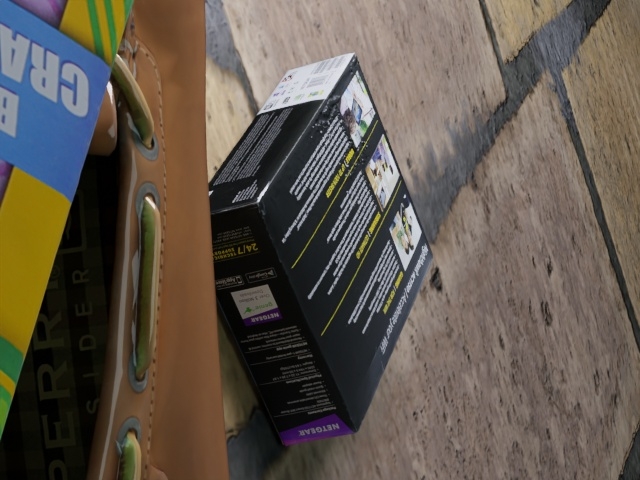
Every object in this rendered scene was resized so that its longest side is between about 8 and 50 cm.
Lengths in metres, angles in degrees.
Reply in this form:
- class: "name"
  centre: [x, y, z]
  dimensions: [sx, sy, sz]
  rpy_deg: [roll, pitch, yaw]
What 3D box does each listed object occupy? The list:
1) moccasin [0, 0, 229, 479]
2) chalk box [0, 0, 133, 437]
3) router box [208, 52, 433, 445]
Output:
- class: "moccasin"
  centre: [-0.117, -0.039, 0.572]
  dimensions: [0.147, 0.139, 0.380]
  rpy_deg: [-1, 88, -75]
- class: "chalk box"
  centre: [-0.168, -0.009, 0.330]
  dimensions: [0.179, 0.180, 0.289]
  rpy_deg: [40, 41, -30]
- class: "router box"
  centre: [0.000, 0.000, 0.897]
  dimensions: [0.133, 0.046, 0.179]
  rpy_deg: [67, 26, -22]
